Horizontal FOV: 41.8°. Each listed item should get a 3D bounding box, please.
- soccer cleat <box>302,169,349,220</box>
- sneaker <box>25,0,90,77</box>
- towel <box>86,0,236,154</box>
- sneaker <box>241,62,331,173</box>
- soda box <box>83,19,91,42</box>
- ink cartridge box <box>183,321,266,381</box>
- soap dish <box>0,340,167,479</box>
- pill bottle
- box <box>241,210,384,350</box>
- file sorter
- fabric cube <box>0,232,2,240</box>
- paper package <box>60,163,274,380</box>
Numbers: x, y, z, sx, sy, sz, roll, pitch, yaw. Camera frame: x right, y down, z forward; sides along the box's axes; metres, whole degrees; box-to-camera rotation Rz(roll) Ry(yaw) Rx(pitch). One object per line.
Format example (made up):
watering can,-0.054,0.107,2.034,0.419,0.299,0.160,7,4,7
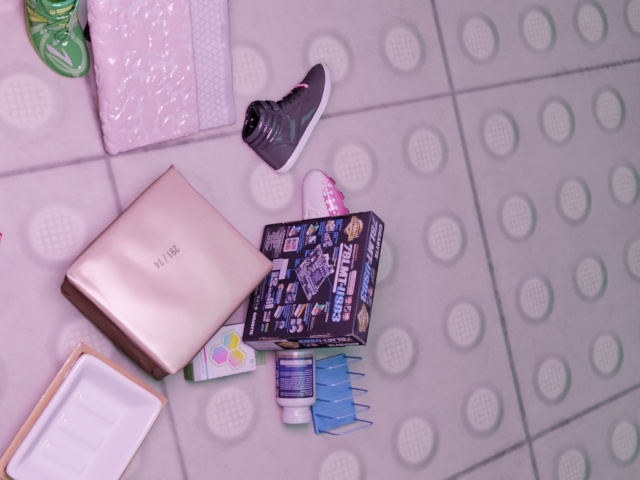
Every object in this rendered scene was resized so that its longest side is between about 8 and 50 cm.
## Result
soccer cleat,0.000,0.000,1.993,0.143,0.116,0.331,-19,97,-32
sneaker,-0.534,-0.455,1.669,0.109,0.123,0.296,-23,125,-18
towel,-0.327,-0.370,1.782,0.316,0.053,0.332,-18,122,-31
sneaker,-0.082,-0.318,1.974,0.146,0.104,0.296,32,75,-31
soda box,-0.453,-0.502,1.792,0.053,0.060,0.169,23,75,-29
ink cartridge box,-0.205,0.244,1.883,0.209,0.062,0.109,-6,88,-32
soap dish,-0.477,0.384,1.675,0.229,0.118,0.291,39,67,-23
pill bottle,-0.057,0.334,1.946,0.094,0.094,0.170,1,85,-31
box,-0.016,0.090,1.845,0.073,0.293,0.296,40,51,-48
file sorter,0.047,0.368,2.001,0.118,0.104,0.170,-10,92,-31
fabric cube,-0.734,0.085,1.462,0.258,0.259,0.254,16,77,-28
paper package,-0.318,0.072,1.733,0.309,0.168,0.325,44,65,-6
